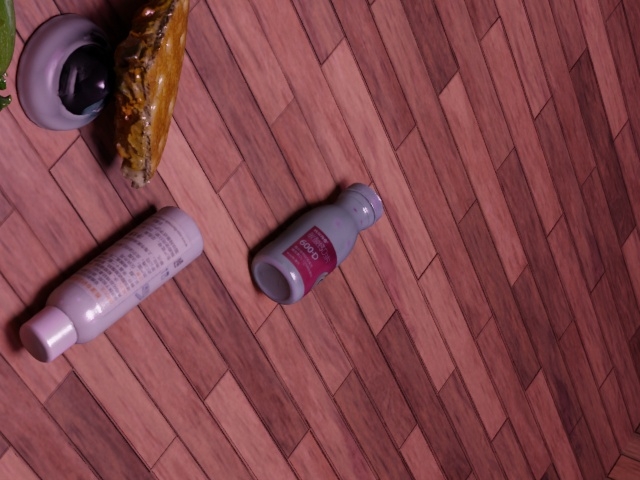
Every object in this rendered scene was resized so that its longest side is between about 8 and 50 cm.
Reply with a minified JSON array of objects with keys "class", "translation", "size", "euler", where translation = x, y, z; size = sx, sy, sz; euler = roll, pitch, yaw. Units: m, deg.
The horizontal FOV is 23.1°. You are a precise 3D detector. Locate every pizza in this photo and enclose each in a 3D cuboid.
[{"class":"pizza","translation":[-0.208,-0.201,1.864],"size":[0.197,0.058,0.292],"euler":[-53,154,-78]}]

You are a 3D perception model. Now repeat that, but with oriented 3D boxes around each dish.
[{"class":"dish","translation":[-0.273,-0.187,1.819],"size":[0.141,0.078,0.141],"euler":[-28,127,-44]}]

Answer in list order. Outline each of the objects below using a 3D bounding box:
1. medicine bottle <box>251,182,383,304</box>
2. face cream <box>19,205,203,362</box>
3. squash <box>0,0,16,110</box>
[{"class":"medicine bottle","translation":[0.000,0.000,2.253],"size":[0.216,0.090,0.090],"euler":[-41,135,-34]},{"class":"face cream","translation":[-0.262,0.057,1.949],"size":[0.269,0.082,0.082],"euler":[-39,134,-34]},{"class":"squash","translation":[-0.380,-0.293,1.611],"size":[0.101,0.101,0.379],"euler":[-39,134,-36]}]
